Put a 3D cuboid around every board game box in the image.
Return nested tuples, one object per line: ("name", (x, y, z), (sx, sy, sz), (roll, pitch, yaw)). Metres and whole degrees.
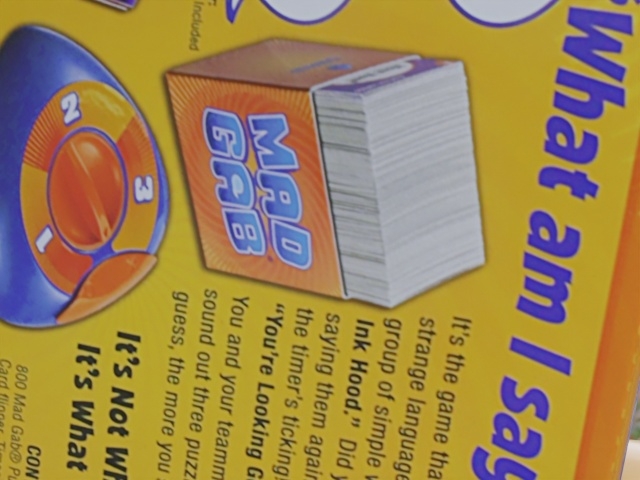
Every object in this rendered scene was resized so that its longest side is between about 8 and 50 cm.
("board game box", (-0.010, -0.023, 0.552), (0.356, 0.356, 0.356), (11, 13, 17))

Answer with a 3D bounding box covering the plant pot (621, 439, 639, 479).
("plant pot", (0.266, 0.322, 1.255), (0.188, 0.205, 0.205), (5, 8, 5))
